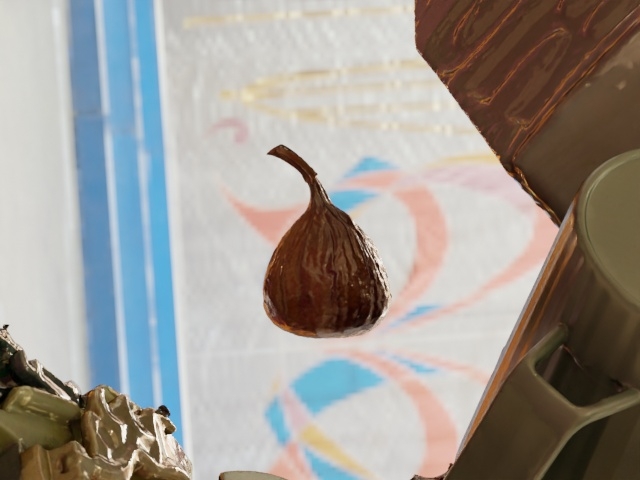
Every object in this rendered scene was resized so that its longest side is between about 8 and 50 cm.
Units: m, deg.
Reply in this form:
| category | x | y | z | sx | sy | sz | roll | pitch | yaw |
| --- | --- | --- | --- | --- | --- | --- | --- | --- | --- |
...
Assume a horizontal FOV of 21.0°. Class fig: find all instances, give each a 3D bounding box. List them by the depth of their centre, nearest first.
| category | x | y | z | sx | sy | sz | roll | pitch | yaw |
| --- | --- | --- | --- | --- | --- | --- | --- | --- | --- |
| fig | 0.000 | 0.000 | 1.757 | 0.146 | 0.134 | 0.201 | 174 | -90 | -81 |

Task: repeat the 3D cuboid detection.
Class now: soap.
| category | x | y | z | sx | sy | sz | roll | pitch | yaw |
| --- | --- | --- | --- | --- | --- | --- | --- | --- | --- |
| soap | 0.290 | -0.215 | 1.813 | 0.350 | 0.213 | 0.435 | -47 | -150 | 11 |

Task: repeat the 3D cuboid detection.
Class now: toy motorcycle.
| category | x | y | z | sx | sy | sz | roll | pitch | yaw |
| --- | --- | --- | --- | --- | --- | --- | --- | --- | --- |
| toy motorcycle | -0.205 | 0.243 | 1.565 | 0.410 | 0.169 | 0.237 | 47 | 17 | -36 |

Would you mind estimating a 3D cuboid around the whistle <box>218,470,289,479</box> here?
| category | x | y | z | sx | sy | sz | roll | pitch | yaw |
| --- | --- | --- | --- | --- | --- | --- | --- | --- | --- |
| whistle | -0.045 | 0.237 | 1.373 | 0.110 | 0.244 | 0.092 | -104 | -161 | -65 |

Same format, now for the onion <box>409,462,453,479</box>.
| category | x | y | z | sx | sy | sz | roll | pitch | yaw |
| --- | --- | --- | --- | --- | --- | --- | --- | --- | --- |
| onion | 0.151 | 0.303 | 1.750 | 0.206 | 0.151 | 0.098 | -53 | 159 | -55 |

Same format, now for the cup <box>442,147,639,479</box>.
| category | x | y | z | sx | sy | sz | roll | pitch | yaw |
| --- | --- | --- | --- | --- | --- | --- | --- | --- | --- |
| cup | 0.290 | 0.166 | 1.545 | 0.401 | 0.310 | 0.392 | -60 | 166 | -45 |
